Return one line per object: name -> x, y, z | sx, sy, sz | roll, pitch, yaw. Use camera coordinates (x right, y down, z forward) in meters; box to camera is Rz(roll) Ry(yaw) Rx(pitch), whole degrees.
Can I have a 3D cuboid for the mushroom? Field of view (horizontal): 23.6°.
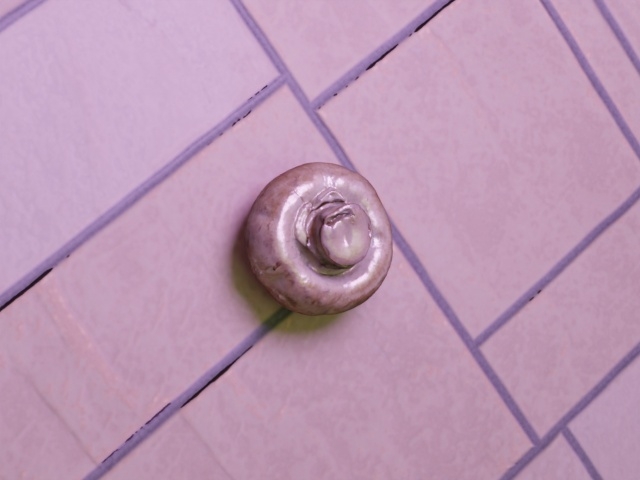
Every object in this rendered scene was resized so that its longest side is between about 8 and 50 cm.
mushroom -> 0.000, 0.000, 1.627 | 0.166, 0.127, 0.166 | 0, 90, -18
